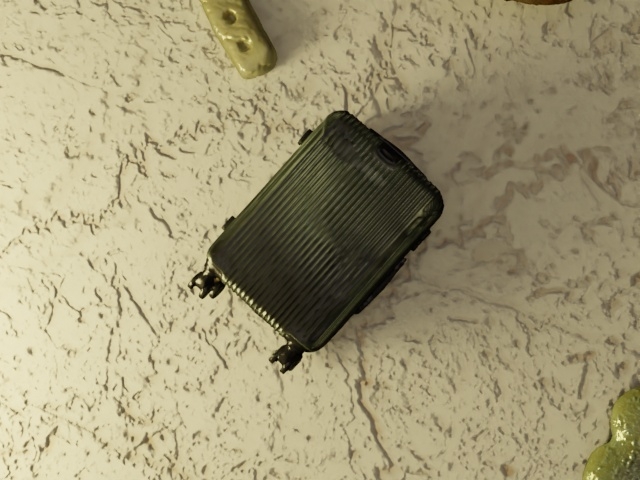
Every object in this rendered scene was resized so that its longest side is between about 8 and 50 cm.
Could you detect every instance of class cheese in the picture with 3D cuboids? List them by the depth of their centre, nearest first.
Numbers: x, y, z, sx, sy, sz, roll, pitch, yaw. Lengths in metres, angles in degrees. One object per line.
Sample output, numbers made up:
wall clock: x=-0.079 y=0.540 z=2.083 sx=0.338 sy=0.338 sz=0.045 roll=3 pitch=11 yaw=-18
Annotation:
cheese: x=-0.123 y=-0.310 z=1.376 sx=0.065 sy=0.043 sz=0.194 roll=-29 pitch=85 yaw=9

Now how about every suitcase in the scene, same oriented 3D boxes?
suitcase: x=0.000 y=0.000 z=1.295 sx=0.202 sy=0.128 sz=0.312 roll=43 pitch=91 yaw=7

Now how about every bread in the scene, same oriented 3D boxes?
bread: x=0.432 y=0.305 z=1.262 sx=0.208 sy=0.056 sz=0.286 roll=0 pitch=85 yaw=5

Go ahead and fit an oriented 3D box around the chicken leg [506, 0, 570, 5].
chicken leg: x=0.302 y=-0.396 z=1.291 sx=0.177 sy=0.083 sz=0.322 roll=38 pitch=92 yaw=-11
